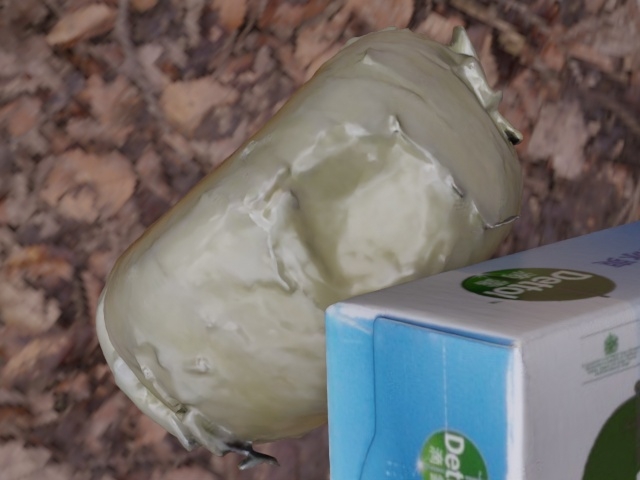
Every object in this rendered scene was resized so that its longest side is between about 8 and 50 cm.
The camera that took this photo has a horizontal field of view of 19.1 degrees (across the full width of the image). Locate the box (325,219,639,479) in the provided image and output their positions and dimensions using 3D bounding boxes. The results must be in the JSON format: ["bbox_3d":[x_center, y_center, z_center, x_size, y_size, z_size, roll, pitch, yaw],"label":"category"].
[{"bbox_3d":[0.093,0.073,0.584,0.073,0.194,0.139,9,106,43],"label":"box"}]

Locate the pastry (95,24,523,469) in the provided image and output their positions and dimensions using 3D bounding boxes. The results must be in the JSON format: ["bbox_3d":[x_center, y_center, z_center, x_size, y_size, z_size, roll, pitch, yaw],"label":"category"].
[{"bbox_3d":[0.000,0.000,0.641,0.166,0.166,0.088,-40,95,25],"label":"pastry"}]
